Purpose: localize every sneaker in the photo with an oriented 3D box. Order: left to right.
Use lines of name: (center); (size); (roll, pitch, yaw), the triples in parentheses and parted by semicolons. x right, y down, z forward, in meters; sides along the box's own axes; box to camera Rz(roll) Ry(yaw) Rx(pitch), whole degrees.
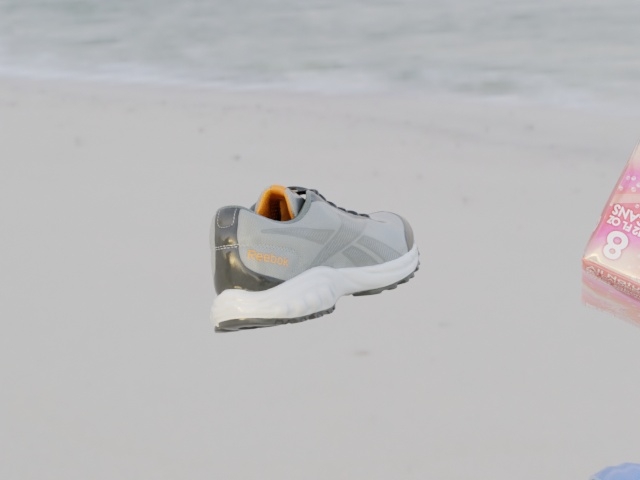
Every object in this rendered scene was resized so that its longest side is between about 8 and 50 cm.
sneaker: (0.000, 0.000, 1.330); (0.100, 0.108, 0.271); (-8, 5, 30)

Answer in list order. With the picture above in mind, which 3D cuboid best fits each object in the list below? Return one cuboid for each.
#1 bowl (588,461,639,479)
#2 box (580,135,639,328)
bowl: (0.353, 0.359, 1.367); (0.077, 0.391, 0.391); (-26, 14, -1)
box: (0.299, 0.021, 0.833); (0.300, 0.154, 0.142); (26, -5, 13)
